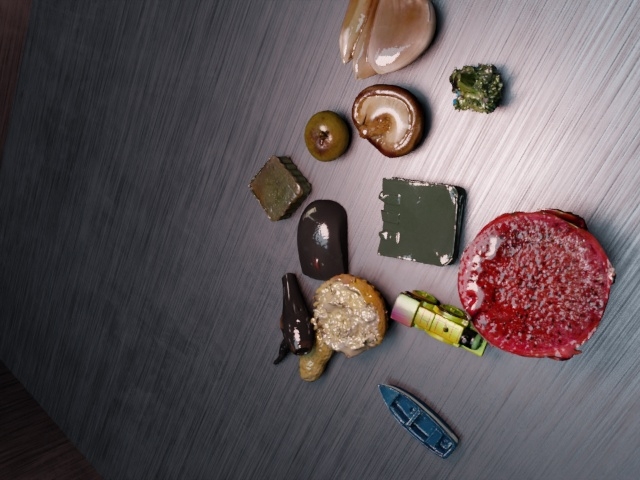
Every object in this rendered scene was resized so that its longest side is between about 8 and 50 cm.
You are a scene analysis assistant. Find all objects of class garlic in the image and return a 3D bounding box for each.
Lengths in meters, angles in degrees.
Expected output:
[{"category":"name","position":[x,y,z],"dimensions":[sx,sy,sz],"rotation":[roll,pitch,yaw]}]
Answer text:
[{"category":"garlic","position":[0.198,-0.616,1.627],"dimensions":[0.279,0.132,0.325],"rotation":[15,103,31]}]

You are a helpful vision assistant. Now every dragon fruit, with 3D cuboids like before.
[{"category":"dragon fruit","position":[0.542,0.107,1.456],"dimensions":[0.371,0.249,0.386],"rotation":[-24,88,17]}]

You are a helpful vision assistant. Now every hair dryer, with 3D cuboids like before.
[{"category":"hair dryer","position":[-0.126,0.320,1.989],"dimensions":[0.359,0.120,0.304],"rotation":[116,146,-44]}]

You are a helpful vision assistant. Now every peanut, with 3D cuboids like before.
[{"category":"peanut","position":[-0.010,0.384,1.935],"dimensions":[0.103,0.098,0.229],"rotation":[26,109,5]}]

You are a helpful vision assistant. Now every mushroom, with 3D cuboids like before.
[{"category":"mushroom","position":[0.208,-0.359,1.670],"dimensions":[0.194,0.138,0.231],"rotation":[-38,88,17]}]

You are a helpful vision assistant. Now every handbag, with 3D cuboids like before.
[{"category":"handbag","position":[0.292,-0.057,1.685],"dimensions":[0.260,0.079,0.248],"rotation":[11,102,32]}]

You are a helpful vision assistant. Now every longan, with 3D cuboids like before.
[{"category":"longan","position":[0.017,-0.327,1.767],"dimensions":[0.145,0.176,0.155],"rotation":[-30,96,17]}]

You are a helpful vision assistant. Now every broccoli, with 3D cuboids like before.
[{"category":"broccoli","position":[0.404,-0.412,1.510],"dimensions":[0.154,0.160,0.167],"rotation":[-23,65,50]}]

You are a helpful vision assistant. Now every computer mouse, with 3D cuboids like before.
[{"category":"computer mouse","position":[0.000,0.000,1.868],"dimensions":[0.170,0.100,0.269],"rotation":[0,97,35]}]

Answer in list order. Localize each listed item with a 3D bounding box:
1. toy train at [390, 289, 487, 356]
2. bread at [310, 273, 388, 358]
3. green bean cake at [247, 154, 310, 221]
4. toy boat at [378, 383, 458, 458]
[{"category":"toy train","position":[0.356,0.238,1.641],"dimensions":[0.296,0.160,0.100],"rotation":[24,103,28]},{"category":"bread","position":[0.102,0.230,1.809],"dimensions":[0.274,0.149,0.274],"rotation":[9,108,30]},{"category":"green bean cake","position":[-0.136,-0.178,1.930],"dimensions":[0.181,0.094,0.173],"rotation":[51,119,17]},{"category":"toy boat","position":[0.303,0.553,1.779],"dimensions":[0.299,0.061,0.096],"rotation":[40,117,20]}]
